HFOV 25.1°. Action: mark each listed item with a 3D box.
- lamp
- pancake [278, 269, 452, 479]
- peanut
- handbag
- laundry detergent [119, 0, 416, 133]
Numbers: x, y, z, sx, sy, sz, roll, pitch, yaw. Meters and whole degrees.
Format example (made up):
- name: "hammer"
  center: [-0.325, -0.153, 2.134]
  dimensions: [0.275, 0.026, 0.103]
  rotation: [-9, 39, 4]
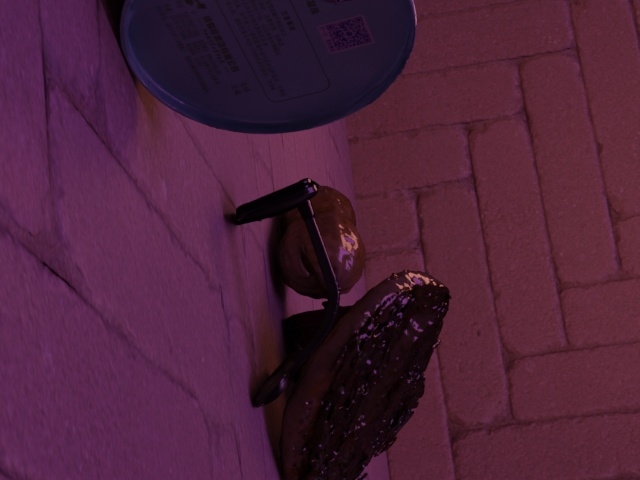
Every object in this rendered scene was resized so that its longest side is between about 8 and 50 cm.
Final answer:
- name: "lamp"
  center: [-0.040, 0.065, 1.899]
  dimensions: [0.203, 0.124, 0.283]
  rotation: [178, -94, -86]
- name: "pancake"
  center: [0.061, 0.211, 2.037]
  dimensions: [0.382, 0.071, 0.382]
  rotation: [-43, 149, -35]
- name: "peanut"
  center: [0.000, 0.000, 2.270]
  dimensions: [0.313, 0.149, 0.149]
  rotation: [-101, 180, -67]
- name: "handbag"
  center: [0.029, 0.162, 2.255]
  dimensions: [0.225, 0.146, 0.135]
  rotation: [15, 70, -81]
- name: "laundry detergent"
  center: [-0.056, -0.313, 1.463]
  dimensions: [0.287, 0.287, 0.305]
  rotation: [73, 11, -52]
